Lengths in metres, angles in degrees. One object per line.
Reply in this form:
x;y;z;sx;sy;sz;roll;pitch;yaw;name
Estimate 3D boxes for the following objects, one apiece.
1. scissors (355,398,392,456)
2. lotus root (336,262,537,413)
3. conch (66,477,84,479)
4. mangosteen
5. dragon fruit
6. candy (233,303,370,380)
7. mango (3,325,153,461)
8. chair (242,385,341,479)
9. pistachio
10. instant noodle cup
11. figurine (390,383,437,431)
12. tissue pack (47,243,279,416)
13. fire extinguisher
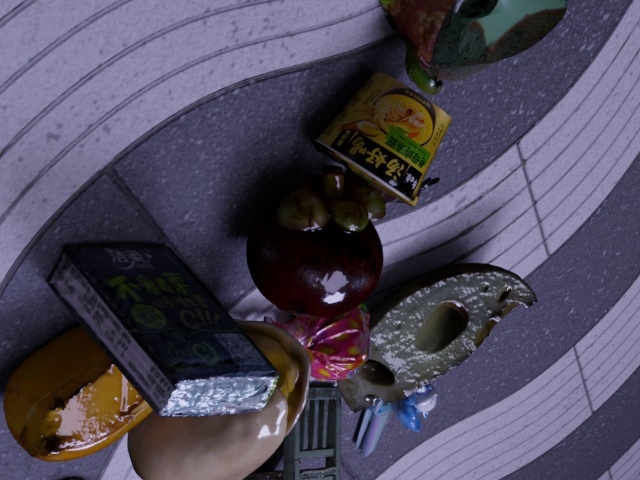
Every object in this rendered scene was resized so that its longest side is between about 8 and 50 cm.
0.103;0.260;2.343;0.125;0.030;0.256;-17;136;-40;scissors
0.159;0.124;2.160;0.314;0.142;0.210;-33;-174;-30;lotus root
-0.321;0.396;1.926;0.116;0.106;0.173;-52;140;-25;conch
0.000;0.000;1.766;0.200;0.200;0.200;-31;147;-23;mangosteen
0.195;-0.299;1.686;0.268;0.130;0.295;-48;151;16;dragon fruit
-0.070;0.119;1.915;0.365;0.124;0.124;14;116;-47;candy
-0.260;0.170;1.698;0.252;0.126;0.154;-28;135;-40;mango
-0.058;0.363;2.202;0.136;0.147;0.270;5;80;-56;chair
-0.136;0.215;1.817;0.187;0.187;0.299;-6;153;-47;pistachio
0.081;-0.129;1.740;0.122;0.151;0.151;-59;149;3;instant noodle cup
0.153;0.263;2.300;0.079;0.114;0.114;-6;150;10;figurine
-0.176;0.099;1.599;0.173;0.235;0.073;1;127;-52;tissue pack
0.088;-0.070;1.915;0.078;0.045;0.157;-30;162;34;fire extinguisher
